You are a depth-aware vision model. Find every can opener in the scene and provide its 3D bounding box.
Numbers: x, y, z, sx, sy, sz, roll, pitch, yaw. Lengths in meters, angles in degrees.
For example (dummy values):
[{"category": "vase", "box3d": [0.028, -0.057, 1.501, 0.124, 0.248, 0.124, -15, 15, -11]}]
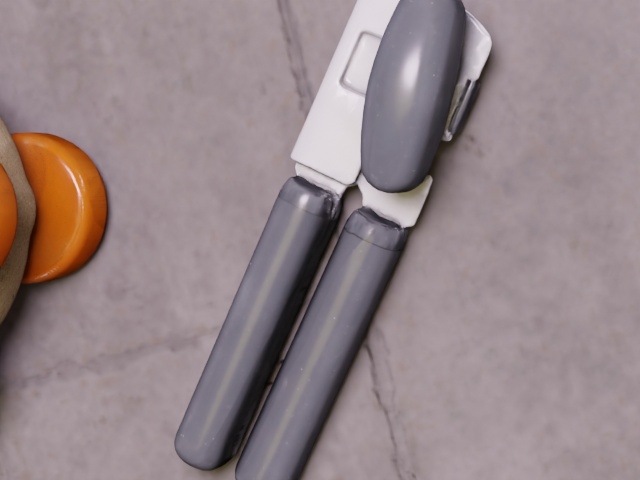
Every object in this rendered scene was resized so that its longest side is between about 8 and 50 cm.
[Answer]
[{"category": "can opener", "box3d": [0.000, 0.000, 0.900, 0.076, 0.095, 0.283, 25, 98, 13]}]

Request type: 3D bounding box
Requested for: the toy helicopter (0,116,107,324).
[{"category": "toy helicopter", "box3d": [-0.288, 0.056, 0.959, 0.235, 0.140, 0.355, 28, 101, 14]}]
